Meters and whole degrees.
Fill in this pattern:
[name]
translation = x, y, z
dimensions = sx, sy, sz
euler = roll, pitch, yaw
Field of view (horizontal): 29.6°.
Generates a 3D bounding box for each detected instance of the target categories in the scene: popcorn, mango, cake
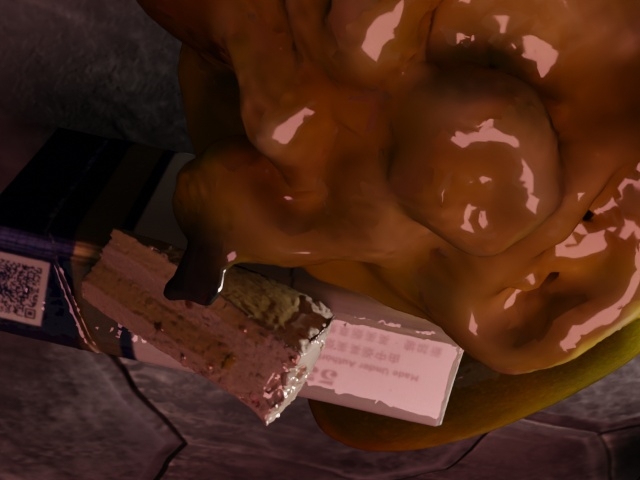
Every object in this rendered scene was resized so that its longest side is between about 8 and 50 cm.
[popcorn]
translation = 0.030, -0.078, 0.536
dimensions = 0.281, 0.297, 0.316
euler = -49, 118, -14
[mango]
translation = 0.112, 0.069, 0.841
dimensions = 0.289, 0.129, 0.146
euler = -17, 140, 32
[cake]
translation = -0.057, 0.035, 0.573
dimensions = 0.121, 0.065, 0.052
euler = 23, 114, -1

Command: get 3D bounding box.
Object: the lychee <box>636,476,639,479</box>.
[lychee]
translation = 0.391, 0.299, 1.092
dimensions = 0.255, 0.255, 0.274
euler = -23, 147, 21

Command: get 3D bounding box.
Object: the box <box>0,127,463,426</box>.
[box]
translation = -0.050, 0.013, 0.683
dimensions = 0.259, 0.168, 0.071
euler = 11, 113, 0
